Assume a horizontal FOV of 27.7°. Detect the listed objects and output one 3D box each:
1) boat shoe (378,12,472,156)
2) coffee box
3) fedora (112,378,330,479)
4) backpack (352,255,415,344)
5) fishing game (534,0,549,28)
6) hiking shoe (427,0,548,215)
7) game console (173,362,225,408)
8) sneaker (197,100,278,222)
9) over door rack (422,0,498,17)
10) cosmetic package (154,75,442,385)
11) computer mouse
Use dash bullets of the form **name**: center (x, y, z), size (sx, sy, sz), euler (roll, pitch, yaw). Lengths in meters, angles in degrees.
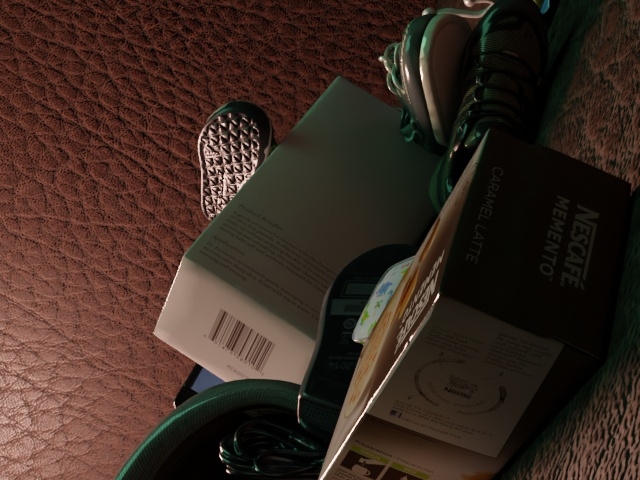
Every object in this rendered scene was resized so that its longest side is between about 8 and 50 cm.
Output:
- **boat shoe**: center (0.106, -0.158, 1.356), size (0.319, 0.099, 0.116), euler (37, -112, -74)
- **coffee box**: center (0.092, 0.067, 0.828), size (0.246, 0.098, 0.141), euler (116, 176, -52)
- **fedora**: center (-0.060, 0.262, 1.214), size (0.275, 0.244, 0.124), euler (-46, -25, 3)
- **backpack**: center (0.088, 0.058, 1.041), size (0.105, 0.084, 0.114), euler (-23, 31, 57)
- **fishing game**: center (0.220, -0.232, 1.457), size (0.264, 0.041, 0.189), euler (-72, 3, -58)
- **hiking shoe**: center (0.169, -0.116, 1.213), size (0.114, 0.086, 0.226), euler (-120, 43, -76)
- **game console**: center (-0.097, 0.172, 1.635), size (0.144, 0.124, 0.085), euler (-59, 1, -26)
- **sneaker**: center (-0.090, -0.103, 1.535), size (0.097, 0.084, 0.234), euler (-52, -9, -32)
- **over door rack**: center (0.158, -0.213, 1.818), size (0.239, 0.108, 0.324), euler (-69, 3, -50)
- **cosmetic package**: center (0.000, 0.000, 1.458), size (0.365, 0.197, 0.155), euler (-51, -9, -43)
- **computer mouse**: center (0.041, 0.119, 1.143), size (0.072, 0.189, 0.272), euler (69, -146, -41)
